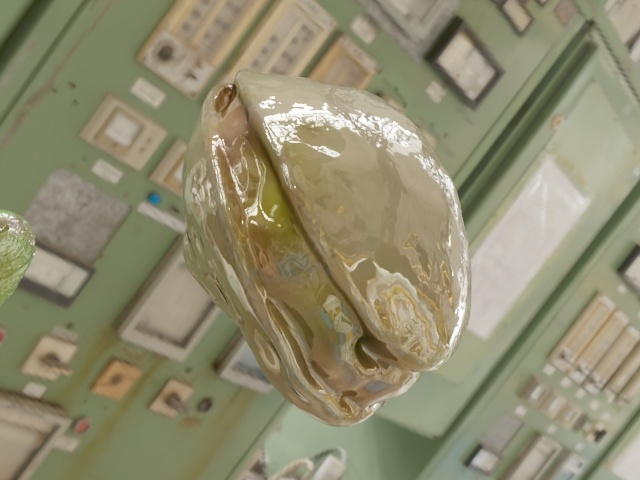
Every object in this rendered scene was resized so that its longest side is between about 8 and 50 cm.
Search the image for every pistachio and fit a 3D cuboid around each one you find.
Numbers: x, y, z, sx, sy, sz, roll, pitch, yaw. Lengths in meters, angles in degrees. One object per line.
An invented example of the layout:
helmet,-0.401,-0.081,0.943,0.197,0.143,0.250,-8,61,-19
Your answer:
pistachio,0.000,0.000,0.930,0.365,0.281,0.445,59,7,-17

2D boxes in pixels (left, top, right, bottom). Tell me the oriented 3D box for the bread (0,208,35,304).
bread,-0.411,0.073,0.919,0.045,0.301,0.301,54,7,12
